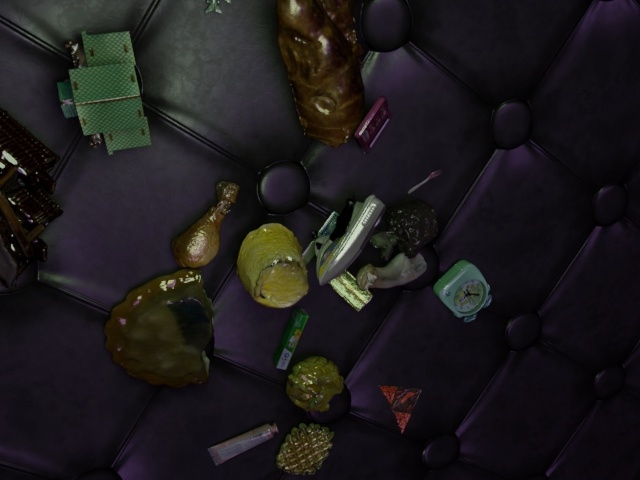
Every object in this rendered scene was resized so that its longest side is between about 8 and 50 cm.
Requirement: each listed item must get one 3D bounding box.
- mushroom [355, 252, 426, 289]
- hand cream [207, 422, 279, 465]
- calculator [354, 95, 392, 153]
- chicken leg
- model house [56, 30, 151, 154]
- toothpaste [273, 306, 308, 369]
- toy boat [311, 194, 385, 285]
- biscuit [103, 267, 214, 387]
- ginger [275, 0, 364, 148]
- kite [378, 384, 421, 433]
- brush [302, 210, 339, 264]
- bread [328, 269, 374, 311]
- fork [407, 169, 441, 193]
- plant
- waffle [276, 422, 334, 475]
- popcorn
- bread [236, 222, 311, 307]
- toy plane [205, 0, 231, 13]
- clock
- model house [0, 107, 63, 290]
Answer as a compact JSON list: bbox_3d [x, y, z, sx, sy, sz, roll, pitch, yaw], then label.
[{"bbox_3d":[0.198,0.092,1.791,0.223,0.081,0.092,-16,127,-28],"label":"mushroom"},{"bbox_3d":[-0.224,0.597,1.856,0.209,0.043,0.067,-22,113,-6],"label":"hand cream"},{"bbox_3d":[0.133,-0.297,1.606,0.034,0.190,0.127,36,93,12],"label":"calculator"},{"bbox_3d":[-0.282,-0.038,1.586,0.107,0.087,0.252,30,90,-37],"label":"chicken leg"},{"bbox_3d":[-0.467,-0.309,1.351,0.178,0.206,0.271,-10,112,-17],"label":"model house"},{"bbox_3d":[-0.085,0.279,1.790,0.037,0.043,0.179,17,102,-27],"label":"toothpaste"},{"bbox_3d":[0.061,-0.011,1.663,0.269,0.141,0.141,-44,117,1],"label":"toy boat"},{"bbox_3d":[-0.383,0.251,1.655,0.329,0.078,0.335,-38,115,1],"label":"biscuit"},{"bbox_3d":[0.019,-0.431,1.501,0.254,0.176,0.419,-57,142,-40],"label":"ginger"},{"bbox_3d":[0.276,0.515,2.025,0.125,0.008,0.222,-29,116,-9],"label":"kite"},{"bbox_3d":[0.000,0.000,1.732,0.033,0.030,0.179,34,94,-37],"label":"brush"},{"bbox_3d":[0.083,0.135,1.818,0.139,0.084,0.074,42,92,4],"label":"bread"},{"bbox_3d":[0.296,-0.168,1.792,0.115,0.012,0.016,-34,113,-1],"label":"fork"},{"bbox_3d":[0.225,-0.025,1.752,0.203,0.142,0.131,-37,127,-15],"label":"plant"},{"bbox_3d":[-0.046,0.646,1.938,0.169,0.036,0.184,23,101,-28],"label":"waffle"},{"bbox_3d":[-0.019,0.423,1.822,0.173,0.142,0.174,-11,106,-43],"label":"popcorn"},{"bbox_3d":[-0.121,0.069,1.634,0.197,0.170,0.197,-13,125,-19],"label":"bread"},{"bbox_3d":[-0.245,-0.563,1.441,0.080,0.033,0.083,-2,102,-19],"label":"toy plane"},{"bbox_3d":[0.445,0.165,1.935,0.148,0.060,0.189,-42,117,-3],"label":"clock"},{"bbox_3d":[-0.653,-0.115,1.336,0.317,0.297,0.283,46,45,-22],"label":"model house"}]
